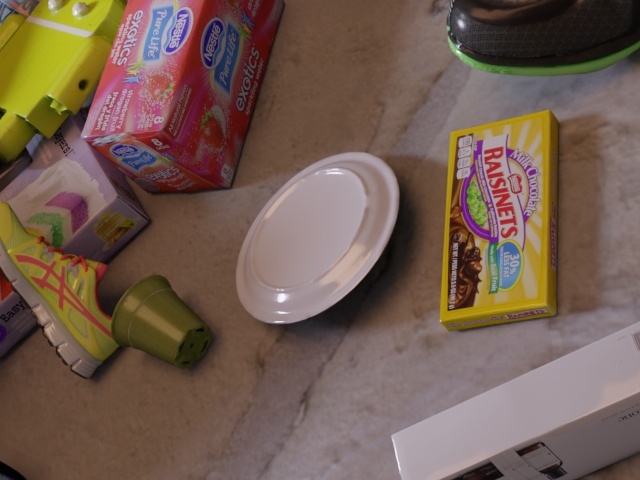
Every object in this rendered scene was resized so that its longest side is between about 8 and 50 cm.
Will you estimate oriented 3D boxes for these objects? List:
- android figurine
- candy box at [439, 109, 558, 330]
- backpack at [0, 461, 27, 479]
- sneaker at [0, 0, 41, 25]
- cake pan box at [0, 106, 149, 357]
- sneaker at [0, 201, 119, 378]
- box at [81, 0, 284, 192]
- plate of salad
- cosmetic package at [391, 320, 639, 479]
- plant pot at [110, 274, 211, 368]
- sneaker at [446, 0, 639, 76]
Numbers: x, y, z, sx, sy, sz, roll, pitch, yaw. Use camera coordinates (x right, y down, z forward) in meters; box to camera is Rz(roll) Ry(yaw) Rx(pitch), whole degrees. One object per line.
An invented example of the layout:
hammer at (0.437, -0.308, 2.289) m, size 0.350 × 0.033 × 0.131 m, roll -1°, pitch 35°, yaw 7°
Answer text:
android figurine at (-0.323, -0.216, 1.578) m, size 0.248 × 0.056 × 0.273 m, roll 25°, pitch 76°, yaw 49°
candy box at (0.165, -0.020, 1.217) m, size 0.105 × 0.027 × 0.206 m, roll -10°, pitch 58°, yaw 26°
backpack at (-0.359, 0.255, 1.349) m, size 0.105 × 0.114 × 0.084 m, roll 13°, pitch 71°, yaw 42°
sneaker at (-0.446, -0.290, 1.762) m, size 0.261 × 0.104 × 0.125 m, roll 10°, pitch 72°, yaw 40°
cake pan box at (-0.346, -0.030, 1.553) m, size 0.245 × 0.070 × 0.267 m, roll -40°, pitch 46°, yaw 5°
sneaker at (-0.275, 0.038, 1.408) m, size 0.094 × 0.208 × 0.081 m, roll -35°, pitch 5°, yaw -3°
box at (-0.148, -0.192, 1.474) m, size 0.122 × 0.128 × 0.257 m, roll -3°, pitch 61°, yaw 34°
plate of salad at (0.000, 0.000, 1.306) m, size 0.199 × 0.048 × 0.200 m, roll -27°, pitch 41°, yaw 26°
cosmetic package at (0.186, 0.148, 1.050) m, size 0.239 × 0.099 × 0.060 m, roll -28°, pitch 53°, yaw 19°
plant pot at (-0.155, 0.089, 1.344) m, size 0.079 × 0.083 × 0.083 m, roll 31°, pitch 83°, yaw 31°
sneaker at (0.311, -0.318, 1.182) m, size 0.482 × 0.202 × 0.185 m, roll -30°, pitch 49°, yaw 16°
